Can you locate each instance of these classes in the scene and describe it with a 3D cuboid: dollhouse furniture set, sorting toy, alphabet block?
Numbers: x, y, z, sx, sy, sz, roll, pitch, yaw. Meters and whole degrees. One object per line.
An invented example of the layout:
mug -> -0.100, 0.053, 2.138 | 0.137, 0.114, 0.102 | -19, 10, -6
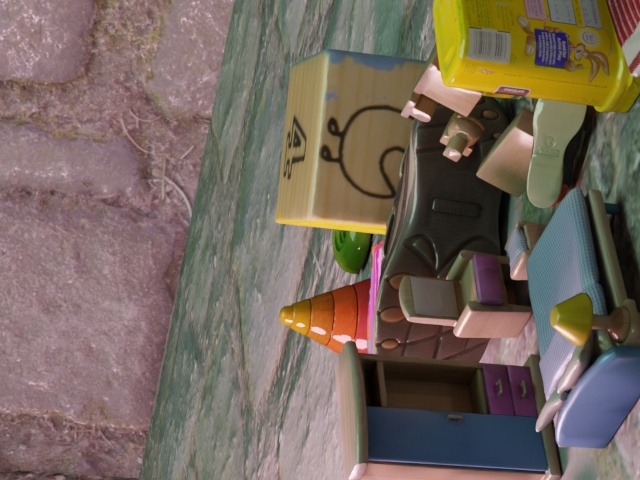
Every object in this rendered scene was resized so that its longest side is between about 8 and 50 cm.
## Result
dollhouse furniture set -> 0.147, 0.055, 1.510 | 0.303, 0.198, 0.286 | 112, 159, -49
dollhouse furniture set -> 0.177, -0.154, 1.664 | 0.123, 0.151, 0.144 | -64, 3, -27
sorting toy -> 0.000, 0.000, 2.305 | 0.127, 0.126, 0.365 | 115, 156, -55
alphabet block -> 0.062, -0.109, 1.955 | 0.193, 0.192, 0.197 | 177, 97, -78

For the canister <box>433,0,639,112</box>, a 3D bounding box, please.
canister -> 0.192, -0.182, 1.480 | 0.073, 0.170, 0.126 | 114, 158, -52

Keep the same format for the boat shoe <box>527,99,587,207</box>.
boat shoe -> 0.227, -0.098, 1.575 | 0.043, 0.049, 0.137 | -20, -57, -61

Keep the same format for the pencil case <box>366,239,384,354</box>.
pencil case -> 0.098, 0.111, 1.907 | 0.104, 0.104, 0.236 | 146, 129, -73

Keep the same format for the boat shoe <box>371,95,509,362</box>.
boat shoe -> 0.131, 0.014, 1.801 | 0.130, 0.132, 0.355 | 132, 151, -84

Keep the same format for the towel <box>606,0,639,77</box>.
towel -> 0.293, -0.330, 1.419 | 0.237, 0.037, 0.329 | 115, 155, -49

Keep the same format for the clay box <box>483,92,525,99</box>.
clay box -> 0.217, -0.246, 1.653 | 0.222, 0.053, 0.127 | 126, 146, -63
